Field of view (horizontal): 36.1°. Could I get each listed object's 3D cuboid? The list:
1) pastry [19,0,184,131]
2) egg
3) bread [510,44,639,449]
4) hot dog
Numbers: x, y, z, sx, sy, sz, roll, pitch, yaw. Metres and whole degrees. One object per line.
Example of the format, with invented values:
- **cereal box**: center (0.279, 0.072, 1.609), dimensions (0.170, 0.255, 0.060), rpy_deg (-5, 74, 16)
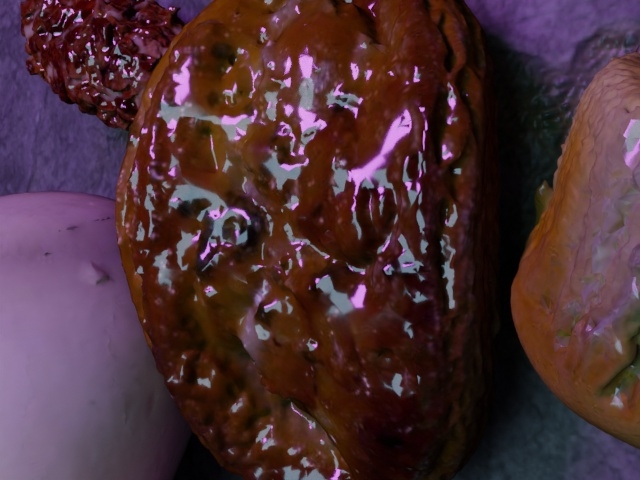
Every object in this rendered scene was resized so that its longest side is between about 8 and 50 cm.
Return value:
- **pastry**: center (-0.184, -0.166, 0.875), dimensions (0.208, 0.097, 0.115), rpy_deg (35, 123, 31)
- **egg**: center (-0.238, 0.126, 0.798), dimensions (0.283, 0.283, 0.345), rpy_deg (-5, 73, 39)
- **bread**: center (0.199, 0.025, 0.533), dimensions (0.262, 0.163, 0.204), rpy_deg (42, 128, 46)
- **hot dog**: center (0.000, 0.000, 0.678), dimensions (0.267, 0.174, 0.387), rpy_deg (1, 93, 29)
